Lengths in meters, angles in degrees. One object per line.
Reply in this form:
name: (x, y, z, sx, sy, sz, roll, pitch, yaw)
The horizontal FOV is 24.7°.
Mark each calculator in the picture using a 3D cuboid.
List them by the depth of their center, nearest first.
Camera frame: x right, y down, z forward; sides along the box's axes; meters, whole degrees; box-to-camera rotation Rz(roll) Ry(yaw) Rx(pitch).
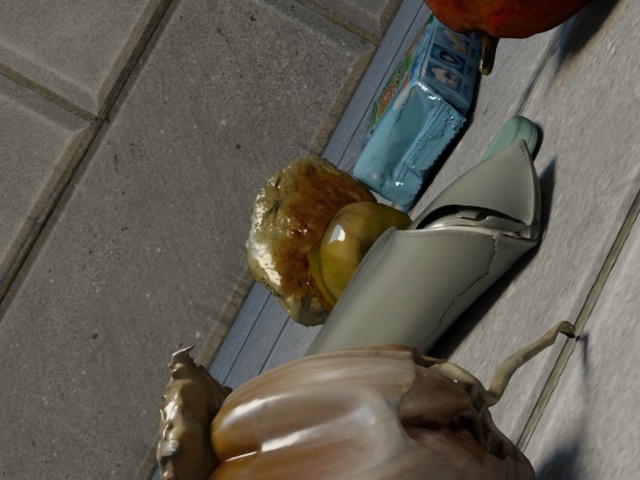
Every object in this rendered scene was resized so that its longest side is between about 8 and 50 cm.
calculator: (0.145, -0.057, 1.187, 0.095, 0.021, 0.153, -60, 3, 14)

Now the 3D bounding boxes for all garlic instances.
garlic: (0.017, 0.101, 0.743, 0.257, 0.207, 0.207, -56, 2, -33)

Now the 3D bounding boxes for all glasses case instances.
glasses case: (0.065, 0.040, 1.117, 0.308, 0.083, 0.128, -56, 9, 43)

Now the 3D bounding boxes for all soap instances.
soap: (0.115, -0.158, 1.650, 0.156, 0.077, 0.293, -58, 6, 28)

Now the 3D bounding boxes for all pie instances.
pie: (0.000, 0.000, 1.531, 0.079, 0.163, 0.193, -39, 35, 53)

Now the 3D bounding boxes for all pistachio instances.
pistachio: (0.044, 0.019, 1.364, 0.110, 0.100, 0.189, -40, -8, -12)

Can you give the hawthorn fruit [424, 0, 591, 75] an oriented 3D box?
hawthorn fruit: (0.158, -0.267, 1.190, 0.224, 0.224, 0.261, -84, 11, -75)
